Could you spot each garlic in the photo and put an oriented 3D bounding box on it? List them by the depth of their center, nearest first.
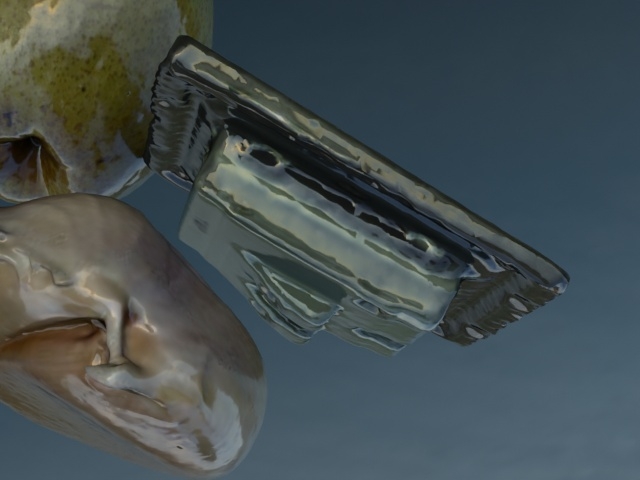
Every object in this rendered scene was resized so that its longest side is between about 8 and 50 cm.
[{"bbox_3d":[-0.118,0.043,0.958,0.217,0.110,0.228,43,159,-32],"label":"garlic"}]

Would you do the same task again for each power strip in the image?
[{"bbox_3d":[-0.002,0.000,1.091,0.092,0.251,0.257,-54,180,-13],"label":"power strip"}]

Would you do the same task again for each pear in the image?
[{"bbox_3d":[-0.170,-0.128,1.250,0.188,0.211,0.228,14,156,-20],"label":"pear"}]
